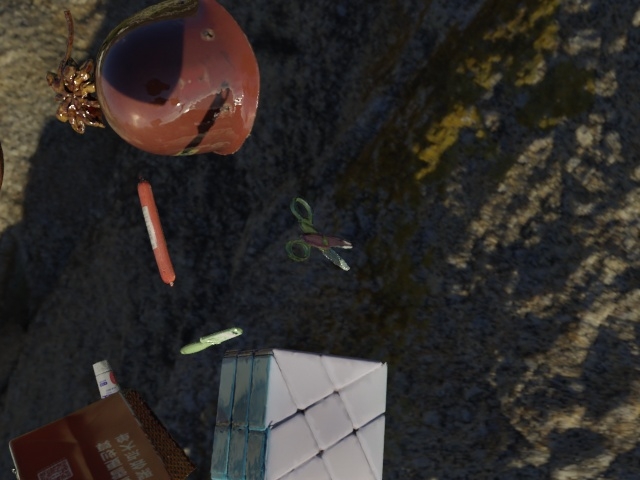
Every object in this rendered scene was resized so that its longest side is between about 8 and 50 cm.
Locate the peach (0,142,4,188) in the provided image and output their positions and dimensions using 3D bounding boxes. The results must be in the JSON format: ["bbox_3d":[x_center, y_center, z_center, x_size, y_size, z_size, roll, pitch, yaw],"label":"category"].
[{"bbox_3d":[-0.539,-0.099,1.106,0.252,0.252,0.252,-10,72,32],"label":"peach"}]

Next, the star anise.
[{"bbox_3d":[-0.523,-0.335,1.790,0.177,0.073,0.234,-32,81,36],"label":"star anise"}]

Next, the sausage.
[{"bbox_3d":[-0.357,-0.021,1.849,0.034,0.034,0.253,-20,81,29],"label":"sausage"}]

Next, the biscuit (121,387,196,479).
[{"bbox_3d":[-0.384,0.452,1.871,0.070,0.106,0.252,-30,99,37],"label":"biscuit"}]

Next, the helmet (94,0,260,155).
[{"bbox_3d":[-0.308,-0.300,1.648,0.385,0.230,0.337,16,121,56],"label":"helmet"}]

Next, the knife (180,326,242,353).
[{"bbox_3d":[-0.171,0.152,1.292,0.207,0.030,0.014,-25,55,53],"label":"knife"}]

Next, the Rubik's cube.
[{"bbox_3d":[-0.038,0.307,1.452,0.225,0.221,0.231,-21,61,59],"label":"Rubik's cube"}]

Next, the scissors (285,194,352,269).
[{"bbox_3d":[0.000,0.000,1.674,0.020,0.187,0.133,-13,60,39],"label":"scissors"}]

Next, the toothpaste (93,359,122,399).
[{"bbox_3d":[-0.507,0.389,2.084,0.194,0.067,0.043,68,155,9],"label":"toothpaste"}]

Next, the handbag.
[{"bbox_3d":[-0.214,0.313,0.913,0.298,0.151,0.171,33,141,54],"label":"handbag"}]
